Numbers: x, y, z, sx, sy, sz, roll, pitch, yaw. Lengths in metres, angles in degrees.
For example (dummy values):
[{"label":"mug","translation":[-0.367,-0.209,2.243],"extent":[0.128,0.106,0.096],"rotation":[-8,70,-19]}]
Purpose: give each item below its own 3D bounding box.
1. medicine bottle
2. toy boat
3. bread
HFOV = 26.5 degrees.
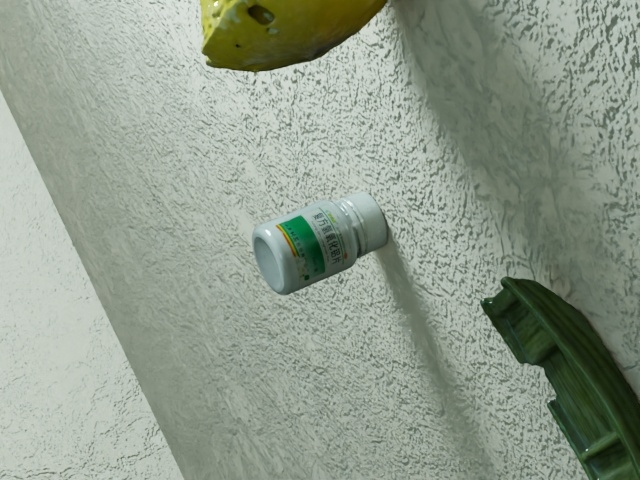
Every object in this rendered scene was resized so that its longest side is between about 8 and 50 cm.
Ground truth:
[{"label":"medicine bottle","translation":[0.000,0.000,1.443],"extent":[0.080,0.130,0.080],"rotation":[51,154,37]},{"label":"toy boat","translation":[0.235,0.159,1.152],"extent":[0.293,0.055,0.093],"rotation":[62,157,15]},{"label":"bread","translation":[-0.030,-0.243,1.204],"extent":[0.197,0.197,0.170],"rotation":[-26,81,68]}]
